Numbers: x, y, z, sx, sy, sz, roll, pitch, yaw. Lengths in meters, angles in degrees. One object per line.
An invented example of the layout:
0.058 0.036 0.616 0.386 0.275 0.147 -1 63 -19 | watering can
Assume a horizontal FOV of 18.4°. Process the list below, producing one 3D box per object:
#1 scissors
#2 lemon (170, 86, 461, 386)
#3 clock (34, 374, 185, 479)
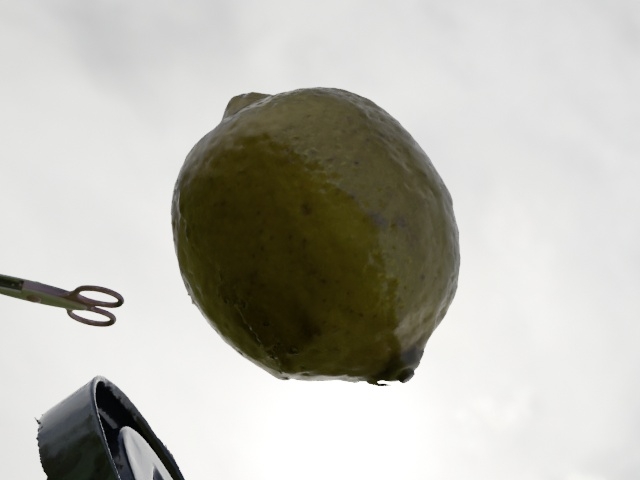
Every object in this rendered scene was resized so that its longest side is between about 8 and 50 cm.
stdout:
-0.301 0.057 2.129 0.176 0.022 0.085 14 -31 -11 | scissors
0.000 0.000 1.790 0.310 0.253 0.253 57 -35 16 | lemon
-0.137 0.259 1.645 0.312 0.061 0.312 62 2 -4 | clock
